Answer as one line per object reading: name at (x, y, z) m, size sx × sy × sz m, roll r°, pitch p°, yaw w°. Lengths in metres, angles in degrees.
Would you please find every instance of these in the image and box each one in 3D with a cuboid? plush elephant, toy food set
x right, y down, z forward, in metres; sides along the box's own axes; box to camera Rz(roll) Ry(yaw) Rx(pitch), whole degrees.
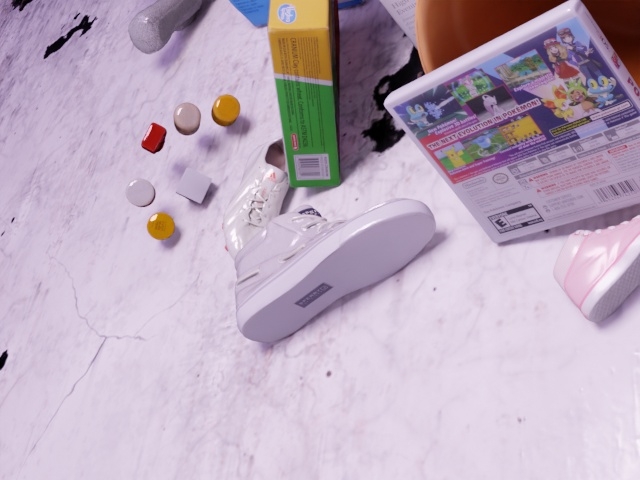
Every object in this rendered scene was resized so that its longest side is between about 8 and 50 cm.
plush elephant at (-0.316, -0.541, 1.510) m, size 0.256 × 0.271 × 0.330 m, roll 16°, pitch 42°, yaw 35°
toy food set at (-0.209, -0.115, 1.189) m, size 0.232 × 0.111 × 0.104 m, roll -66°, pitch 9°, yaw -3°

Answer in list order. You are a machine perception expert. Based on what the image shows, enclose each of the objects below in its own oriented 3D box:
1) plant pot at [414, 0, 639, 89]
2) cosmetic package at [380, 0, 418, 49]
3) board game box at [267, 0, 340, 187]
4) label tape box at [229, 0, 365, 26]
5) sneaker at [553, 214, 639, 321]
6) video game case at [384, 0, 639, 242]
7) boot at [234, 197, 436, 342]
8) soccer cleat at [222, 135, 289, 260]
plant pot at (0.253, -0.210, 0.691) m, size 0.291 × 0.290 × 0.203 m, roll -3°, pitch 42°, yaw 43°
cosmetic package at (0.104, -0.348, 0.960) m, size 0.117 × 0.231 × 0.085 m, roll -25°, pitch 46°, yaw 29°
board game box at (-0.013, -0.262, 1.004) m, size 0.064 × 0.242 × 0.316 m, roll -2°, pitch 52°, yaw 3°
label tape box at (0.012, -0.522, 1.286) m, size 0.249 × 0.115 × 0.347 m, roll 3°, pitch 64°, yaw 44°
sneaker at (0.252, 0.000, 0.680) m, size 0.134 × 0.051 × 0.070 m, roll -48°, pitch 43°, yaw 10°
video game case at (0.180, -0.089, 0.693) m, size 0.201 × 0.183 × 0.023 m, roll -19°, pitch 29°, yaw 48°
boot at (0.000, 0.000, 0.887) m, size 0.258 × 0.095 × 0.123 m, roll -33°, pitch 48°, yaw 22°
soccer cleat at (-0.076, -0.056, 1.026) m, size 0.076 × 0.068 × 0.196 m, roll -37°, pitch 34°, yaw 44°
